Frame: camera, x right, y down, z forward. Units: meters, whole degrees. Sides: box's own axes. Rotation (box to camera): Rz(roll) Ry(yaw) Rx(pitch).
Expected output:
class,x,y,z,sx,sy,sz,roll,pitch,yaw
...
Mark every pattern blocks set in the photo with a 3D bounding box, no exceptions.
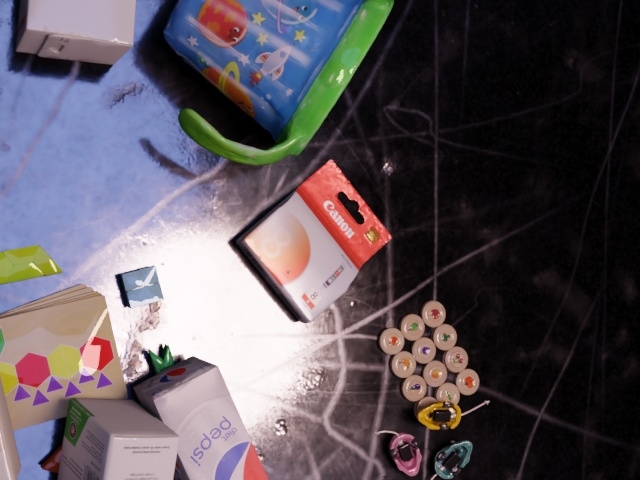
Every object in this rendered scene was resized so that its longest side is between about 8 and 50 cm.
class,x,y,z,sx,sy,sz,roll,pitch,yaw
pattern blocks set,-0.337,0.148,1.316,0.325,0.026,0.285,-5,89,-21

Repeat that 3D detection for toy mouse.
class,x,y,z,sx,sy,sz,roll,pitch,yaw
toy mouse,0.147,0.286,1.486,0.161,0.031,0.143,-2,103,-15

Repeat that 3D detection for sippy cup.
class,x,y,z,sx,sy,sz,roll,pitch,yaw
sippy cup,-0.062,-0.259,1.350,0.224,0.240,0.305,33,33,-6

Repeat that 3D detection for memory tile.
class,x,y,z,sx,sy,sz,roll,pitch,yaw
memory tile,0.152,0.169,1.507,0.113,0.012,0.148,-30,98,-19

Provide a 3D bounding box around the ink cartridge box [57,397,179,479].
class,x,y,z,sx,sy,sz,roll,pitch,yaw
ink cartridge box,-0.244,0.303,1.255,0.087,0.153,0.208,7,96,-32

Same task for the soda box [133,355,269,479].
class,x,y,z,sx,sy,sz,roll,pitch,yaw
soda box,-0.124,0.291,1.337,0.091,0.098,0.286,-27,102,-22

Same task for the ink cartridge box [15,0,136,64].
class,x,y,z,sx,sy,sz,roll,pitch,yaw
ink cartridge box,-0.291,-0.312,1.303,0.127,0.128,0.176,6,86,-21

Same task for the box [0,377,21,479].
class,x,y,z,sx,sy,sz,roll,pitch,yaw
box,-0.497,0.231,1.178,0.311,0.121,0.148,-13,91,-12

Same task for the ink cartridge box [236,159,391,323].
class,x,y,z,sx,sy,sz,roll,pitch,yaw
ink cartridge box,0.000,0.000,1.443,0.179,0.045,0.145,-41,102,-15
